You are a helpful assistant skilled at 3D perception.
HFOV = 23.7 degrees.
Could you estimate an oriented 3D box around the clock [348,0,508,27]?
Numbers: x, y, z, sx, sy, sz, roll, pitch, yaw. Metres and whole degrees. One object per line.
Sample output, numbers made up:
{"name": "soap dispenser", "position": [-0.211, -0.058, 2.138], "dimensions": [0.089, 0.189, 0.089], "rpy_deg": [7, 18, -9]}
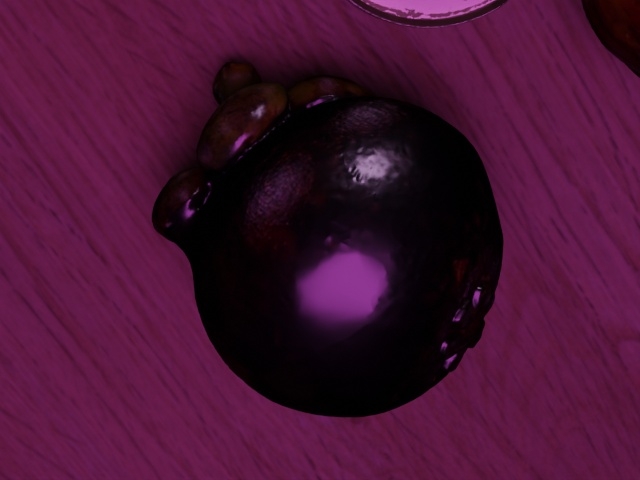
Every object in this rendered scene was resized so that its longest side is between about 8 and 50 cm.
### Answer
{"name": "clock", "position": [0.099, -0.300, 1.329], "dimensions": [0.234, 0.029, 0.235], "rpy_deg": [-1, 115, -1]}

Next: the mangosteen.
{"name": "mangosteen", "position": [0.002, 0.009, 1.336], "dimensions": [0.313, 0.297, 0.297], "rpy_deg": [12, 115, 1]}

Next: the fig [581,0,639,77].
{"name": "fig", "position": [0.332, -0.221, 1.275], "dimensions": [0.263, 0.224, 0.224], "rpy_deg": [18, 115, 9]}
